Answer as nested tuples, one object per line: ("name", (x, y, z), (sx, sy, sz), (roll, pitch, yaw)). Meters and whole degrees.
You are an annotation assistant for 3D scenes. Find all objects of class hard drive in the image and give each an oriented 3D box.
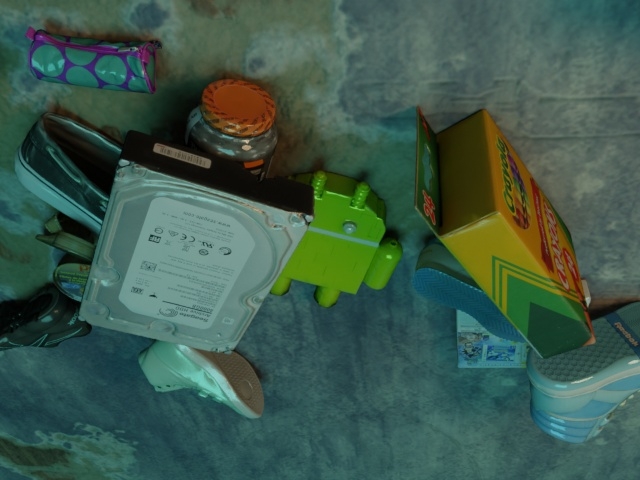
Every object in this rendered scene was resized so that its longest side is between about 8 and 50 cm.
("hard drive", (-0.177, 0.026, 0.887), (0.237, 0.064, 0.339), (17, 137, -17))

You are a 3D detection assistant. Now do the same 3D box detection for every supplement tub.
("supplement tub", (-0.123, -0.107, 0.874), (0.117, 0.117, 0.190), (15, 136, -6))

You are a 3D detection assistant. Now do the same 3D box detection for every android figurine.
("android figurine", (0.000, 0.000, 1.010), (0.248, 0.056, 0.273), (16, 137, -7))

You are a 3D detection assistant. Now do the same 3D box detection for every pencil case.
("pencil case", (-0.276, -0.221, 0.819), (0.152, 0.064, 0.070), (6, 152, 2))

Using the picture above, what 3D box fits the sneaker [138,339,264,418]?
("sneaker", (-0.230, 0.267, 1.286), (0.151, 0.094, 0.256), (-30, 114, 26))

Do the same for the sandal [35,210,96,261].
("sandal", (-0.372, -0.018, 1.025), (0.088, 0.079, 0.240), (28, 169, -26))

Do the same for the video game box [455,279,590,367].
("video game box", (0.328, 0.142, 1.107), (0.205, 0.048, 0.187), (-2, 133, 11))

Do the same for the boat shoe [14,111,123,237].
("boat shoe", (-0.266, -0.057, 0.942), (0.335, 0.121, 0.119), (28, 137, -16))

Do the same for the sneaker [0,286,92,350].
("sneaker", (-0.541, 0.169, 1.234), (0.267, 0.101, 0.106), (-16, 139, 28))

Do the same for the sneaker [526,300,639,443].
("sneaker", (0.475, 0.218, 1.072), (0.319, 0.127, 0.208), (-12, 132, -3))

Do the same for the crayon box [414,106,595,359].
("crayon box", (0.233, -0.020, 0.846), (0.081, 0.202, 0.318), (-26, 127, 30))

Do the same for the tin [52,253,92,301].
("tin", (-0.361, 0.068, 1.148), (0.190, 0.040, 0.106), (8, 140, 1))

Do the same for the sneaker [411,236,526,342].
("sneaker", (0.250, 0.072, 0.994), (0.229, 0.092, 0.087), (30, 137, -6))
